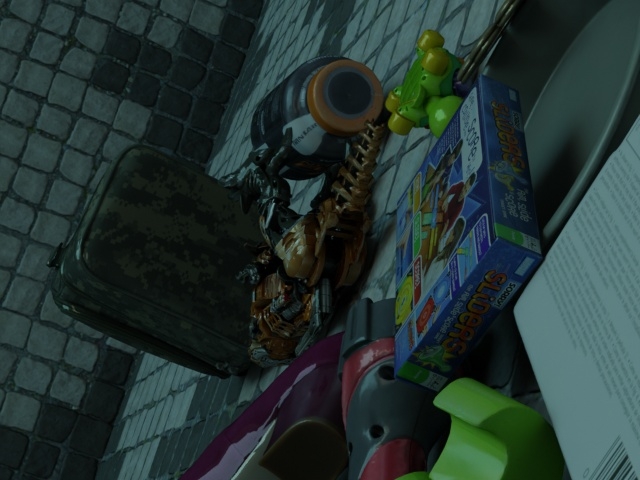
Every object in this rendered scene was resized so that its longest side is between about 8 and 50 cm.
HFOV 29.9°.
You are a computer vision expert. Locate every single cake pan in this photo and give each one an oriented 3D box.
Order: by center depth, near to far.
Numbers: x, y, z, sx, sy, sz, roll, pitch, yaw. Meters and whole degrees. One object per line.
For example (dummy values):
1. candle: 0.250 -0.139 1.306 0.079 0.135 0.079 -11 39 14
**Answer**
1. cake pan: 0.172 -0.084 0.868 0.293 0.054 0.293 -158 90 -77

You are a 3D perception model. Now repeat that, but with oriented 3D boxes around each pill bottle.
1. pill bottle: -0.001 -0.156 1.501 0.245 0.130 0.130 159 132 -73

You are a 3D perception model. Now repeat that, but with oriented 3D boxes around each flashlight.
1. flashlight: 0.056 0.179 0.830 0.304 0.103 0.103 -85 -22 -43

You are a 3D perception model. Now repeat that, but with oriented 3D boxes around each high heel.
1. high heel: -0.065 0.228 1.108 0.377 0.127 0.181 -41 7 30

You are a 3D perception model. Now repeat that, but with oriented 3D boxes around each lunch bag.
1. lunch bag: -0.192 0.051 1.576 0.256 0.305 0.212 -35 32 60

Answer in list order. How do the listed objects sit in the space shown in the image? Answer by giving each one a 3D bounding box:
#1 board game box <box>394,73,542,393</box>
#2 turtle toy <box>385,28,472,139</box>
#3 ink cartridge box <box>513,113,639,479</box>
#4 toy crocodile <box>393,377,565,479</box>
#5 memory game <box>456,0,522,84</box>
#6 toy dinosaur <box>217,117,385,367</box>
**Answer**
1. board game box: 0.098 -0.010 0.841 0.201 0.035 0.136 -84 21 -52
2. turtle toy: 0.113 -0.140 1.165 0.130 0.066 0.095 -92 27 -59
3. ink cartridge box: 0.197 0.019 0.591 0.239 0.060 0.275 -61 14 23
4. toy crocodile: 0.016 0.229 0.669 0.340 0.105 0.115 -49 41 2
5. memory game: 0.171 -0.210 1.027 0.186 0.012 0.186 -53 -3 -4
6. toy dinosaur: 0.000 0.000 1.322 0.322 0.164 0.218 -40 40 26
